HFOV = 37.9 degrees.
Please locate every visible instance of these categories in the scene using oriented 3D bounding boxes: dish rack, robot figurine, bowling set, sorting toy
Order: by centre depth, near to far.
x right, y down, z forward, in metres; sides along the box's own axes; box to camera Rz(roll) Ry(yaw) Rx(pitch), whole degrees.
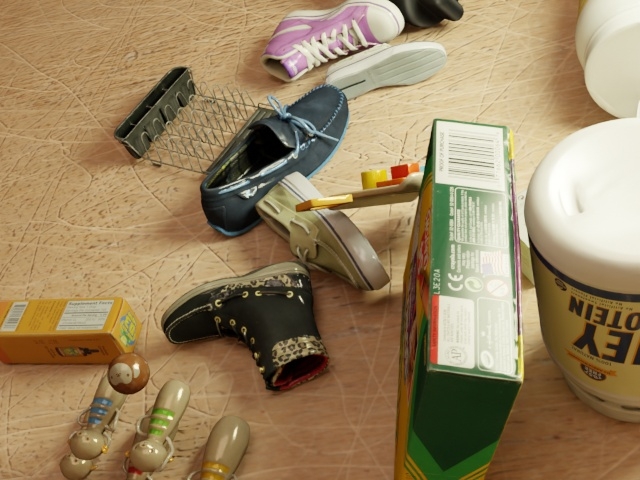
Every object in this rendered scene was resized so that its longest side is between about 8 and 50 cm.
[{"bbox_3d":[-0.257,0.253,1.221,0.287,0.200,0.154,1,52,26],"label":"bowling set"},{"bbox_3d":[0.126,-0.085,1.320,0.348,0.047,0.196,-8,-3,-35],"label":"sorting toy"},{"bbox_3d":[-0.213,-0.210,1.694,0.272,0.074,0.208,16,58,30],"label":"dish rack"},{"bbox_3d":[0.158,-0.504,1.752,0.209,0.173,0.278,-36,48,-24],"label":"robot figurine"}]

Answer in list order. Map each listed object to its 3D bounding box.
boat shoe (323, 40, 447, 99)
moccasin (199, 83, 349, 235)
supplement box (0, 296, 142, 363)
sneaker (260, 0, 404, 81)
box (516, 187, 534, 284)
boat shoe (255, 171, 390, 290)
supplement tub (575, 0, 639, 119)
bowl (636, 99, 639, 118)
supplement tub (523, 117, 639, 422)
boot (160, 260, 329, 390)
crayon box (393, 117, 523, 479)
[{"bbox_3d":[0.111,-0.321,1.669,0.226,0.083,0.075,-13,48,9],"label":"boat shoe"},{"bbox_3d":[-0.066,-0.153,1.560,0.138,0.116,0.342,19,59,32],"label":"moccasin"},{"bbox_3d":[-0.401,0.141,1.448,0.234,0.078,0.080,-1,47,18],"label":"supplement box"},{"bbox_3d":[0.013,-0.354,1.713,0.282,0.102,0.161,-2,43,39],"label":"sneaker"},{"bbox_3d":[0.313,-0.014,1.321,0.101,0.087,0.102,-30,46,-8],"label":"box"},{"bbox_3d":[0.000,0.000,1.420,0.094,0.109,0.302,-37,39,-6],"label":"boat shoe"},{"bbox_3d":[0.527,-0.369,1.456,0.241,0.241,0.331,0,51,20],"label":"supplement tub"},{"bbox_3d":[0.535,-0.148,1.359,0.142,0.053,0.141,0,81,21],"label":"bowl"},{"bbox_3d":[0.369,0.046,1.084,0.236,0.324,0.235,-10,47,11],"label":"supplement tub"},{"bbox_3d":[-0.109,0.138,1.340,0.237,0.085,0.178,-20,49,1],"label":"boot"},{"bbox_3d":[0.156,0.093,1.122,0.106,0.313,0.362,7,50,1],"label":"crayon box"}]
